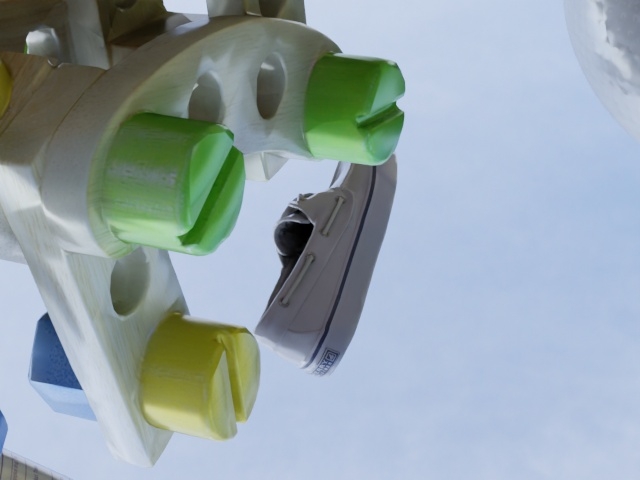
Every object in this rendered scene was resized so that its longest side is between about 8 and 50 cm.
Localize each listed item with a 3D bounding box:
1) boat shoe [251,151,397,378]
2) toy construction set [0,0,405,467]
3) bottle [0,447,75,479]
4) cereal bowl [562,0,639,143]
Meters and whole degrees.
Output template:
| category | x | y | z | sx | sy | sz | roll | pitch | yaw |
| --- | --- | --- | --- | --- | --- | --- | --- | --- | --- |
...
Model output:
| category | x | y | z | sx | sy | sz | roll | pitch | yaw |
| --- | --- | --- | --- | --- | --- | --- | --- | --- | --- |
| boat shoe | 0.000 | 0.000 | 1.306 | 0.088 | 0.096 | 0.267 | 25 | -129 | -10 |
| toy construction set | -0.052 | -0.110 | 0.327 | 0.151 | 0.327 | 0.215 | 22 | -140 | 15 |
| bottle | -0.184 | 0.160 | 0.758 | 0.283 | 0.092 | 0.118 | 29 | -141 | -24 |
| cereal bowl | 0.371 | -0.217 | 1.195 | 0.339 | 0.141 | 0.339 | 1 | -103 | -3 |
